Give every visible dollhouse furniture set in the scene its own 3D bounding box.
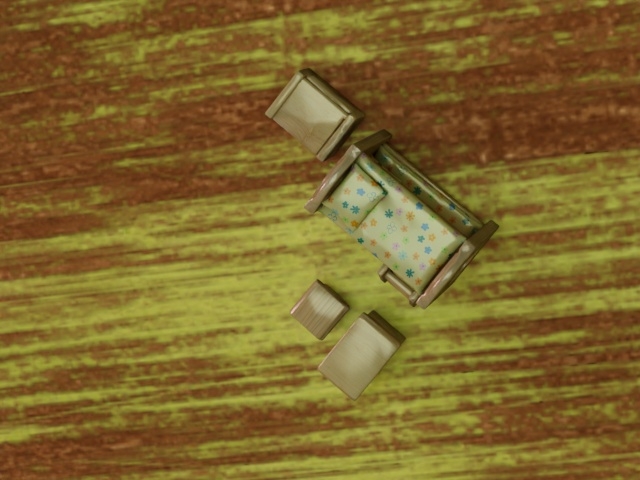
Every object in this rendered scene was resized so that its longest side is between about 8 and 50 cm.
[{"bbox_3d":[0.000,0.000,1.342,0.182,0.101,0.161,40,108,6],"label":"dollhouse furniture set"}]
